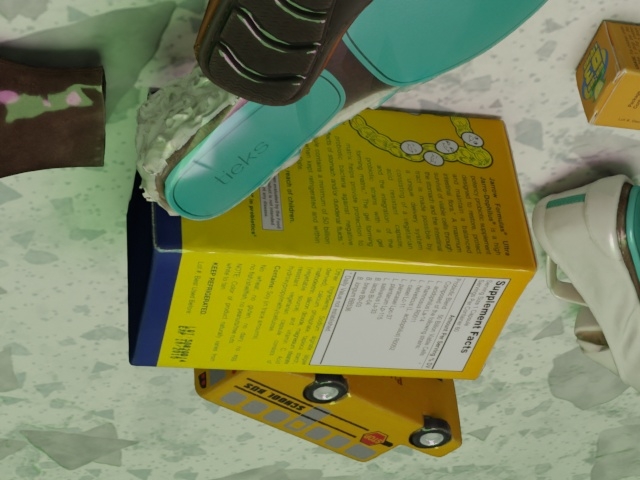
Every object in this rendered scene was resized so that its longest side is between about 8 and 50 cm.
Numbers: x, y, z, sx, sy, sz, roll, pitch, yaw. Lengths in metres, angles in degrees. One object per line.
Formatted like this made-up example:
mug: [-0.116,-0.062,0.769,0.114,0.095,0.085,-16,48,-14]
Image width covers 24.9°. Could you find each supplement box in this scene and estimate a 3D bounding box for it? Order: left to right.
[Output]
supplement box: [0.000,0.000,1.402,0.356,0.195,0.194,4,142,-13]
supplement box: [0.365,-0.146,1.370,0.233,0.080,0.078,4,141,-17]

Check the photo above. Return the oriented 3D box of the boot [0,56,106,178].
boot: [-0.305,-0.072,1.341,0.207,0.090,0.248,4,138,-11]

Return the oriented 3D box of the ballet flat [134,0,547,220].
ballet flat: [0.005,-0.174,1.215,0.409,0.147,0.147,-32,138,9]

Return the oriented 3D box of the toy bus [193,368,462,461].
toy bus: [0.018,0.171,1.698,0.333,0.108,0.130,28,131,-37]

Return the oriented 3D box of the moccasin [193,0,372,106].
moccasin: [0.028,-0.249,0.988,0.139,0.147,0.380,18,143,-9]

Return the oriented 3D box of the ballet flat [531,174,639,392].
ballet flat: [0.332,0.066,1.621,0.139,0.139,0.400,-18,137,14]
